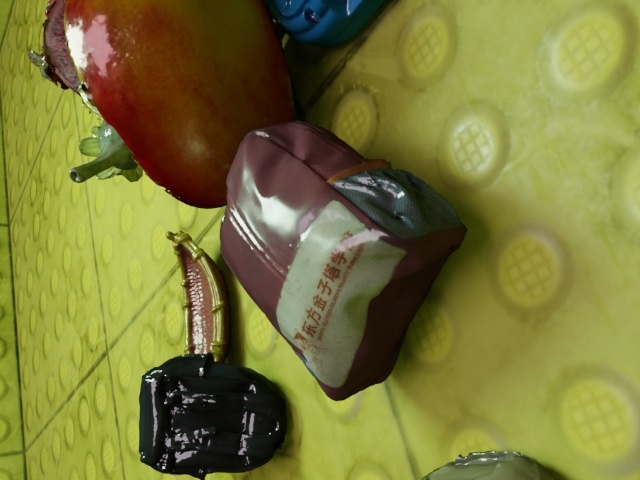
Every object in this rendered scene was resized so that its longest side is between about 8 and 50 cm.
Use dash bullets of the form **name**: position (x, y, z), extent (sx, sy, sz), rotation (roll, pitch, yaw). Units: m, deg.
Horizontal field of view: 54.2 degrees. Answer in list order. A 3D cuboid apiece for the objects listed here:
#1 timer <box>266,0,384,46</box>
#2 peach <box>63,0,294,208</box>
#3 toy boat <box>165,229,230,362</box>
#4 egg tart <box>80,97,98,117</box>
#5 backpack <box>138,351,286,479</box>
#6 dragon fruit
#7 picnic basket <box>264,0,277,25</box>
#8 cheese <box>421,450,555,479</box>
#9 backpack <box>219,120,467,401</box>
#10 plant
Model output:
- **timer**: position (0.019, -0.464, 0.861), extent (0.340, 0.115, 0.309), rotation (-40, 64, 45)
- **peach**: position (-0.170, -0.230, 0.924), extent (0.242, 0.380, 0.306), rotation (-15, 50, 12)
- **toy boat**: position (-0.222, 0.136, 1.160), extent (0.141, 0.099, 0.318), rotation (-28, 68, 48)
- **egg tart**: position (-0.518, -0.412, 1.562), extent (0.341, 0.132, 0.342), rotation (-3, 86, 51)
- **backpack**: position (-0.178, 0.287, 1.012), extent (0.258, 0.133, 0.206), rotation (1, 86, 9)
- **dragon fruit**: position (-0.411, -0.444, 1.322), extent (0.296, 0.314, 0.263), rotation (-56, 29, 30)
- **picnic basket**: position (-0.203, -0.408, 1.043), extent (0.165, 0.266, 0.139), rotation (-55, 39, 37)
- **cheese**: position (0.179, 0.319, 0.619), extent (0.175, 0.091, 0.203), rotation (-24, 68, 51)
- **backpack**: position (0.000, 0.000, 0.783), extent (0.317, 0.197, 0.283), rotation (43, 124, 33)
- **plant**: position (-0.335, -0.191, 1.196), extent (0.306, 0.261, 0.297), rotation (-62, 31, 34)
